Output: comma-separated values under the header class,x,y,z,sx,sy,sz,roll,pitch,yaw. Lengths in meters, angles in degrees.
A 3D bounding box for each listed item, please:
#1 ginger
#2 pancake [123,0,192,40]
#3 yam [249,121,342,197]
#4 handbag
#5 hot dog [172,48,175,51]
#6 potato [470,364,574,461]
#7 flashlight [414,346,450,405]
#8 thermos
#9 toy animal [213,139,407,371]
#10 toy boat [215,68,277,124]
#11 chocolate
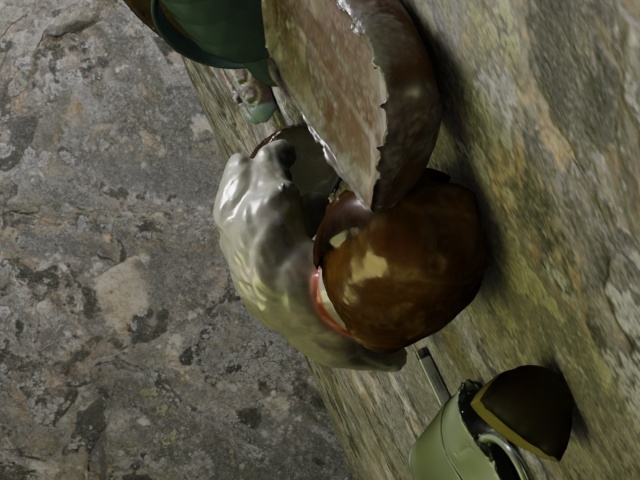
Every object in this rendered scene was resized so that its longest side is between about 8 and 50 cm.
class,x,y,z,sx,sy,sz,roll,pitch,yaw
ginger,0.068,0.022,1.276,0.165,0.172,0.321,28,174,-6
pancake,-0.143,-0.314,1.486,0.050,0.241,0.242,-62,-42,-50
yam,-0.046,-0.101,1.849,0.279,0.131,0.131,-175,61,-81
handbag,0.216,0.292,1.540,0.241,0.109,0.315,63,159,14
hot dog,-0.178,-0.388,1.722,0.068,0.083,0.289,-26,-64,-61
potato,0.189,0.154,1.193,0.096,0.066,0.103,41,170,-6
flashlight,0.155,0.187,1.760,0.018,0.018,0.083,99,146,-80
thermos,-0.111,-0.271,1.381,0.286,0.182,0.145,53,-145,-53
toy animal,0.000,0.000,1.603,0.188,0.266,0.308,130,141,-71
toy boat,-0.155,-0.298,2.152,0.155,0.085,0.227,-151,37,-80
chocolate,0.026,-0.179,1.165,0.185,0.100,0.303,88,157,-44
